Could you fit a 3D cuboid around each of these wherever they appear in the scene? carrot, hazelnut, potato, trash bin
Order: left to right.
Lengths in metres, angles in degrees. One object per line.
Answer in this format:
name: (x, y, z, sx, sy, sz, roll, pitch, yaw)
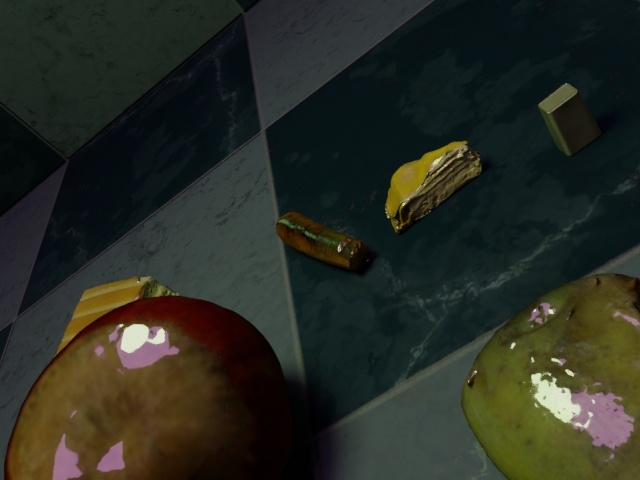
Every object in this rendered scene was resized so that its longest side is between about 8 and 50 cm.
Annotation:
hazelnut: (-0.226, 0.282, 0.927, 0.409, 0.359, 0.359, -47, 33, 5)
carrot: (0.000, 0.000, 1.208, 0.070, 0.070, 0.260, -52, 35, -11)
trash bin: (0.375, -0.182, 0.977, 0.061, 0.092, 0.043, -37, 36, 12)
potato: (0.294, 0.177, 0.666, 0.269, 0.112, 0.255, -41, 34, 8)

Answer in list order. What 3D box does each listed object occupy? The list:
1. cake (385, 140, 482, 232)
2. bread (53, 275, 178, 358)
cake: (0.181, -0.091, 1.102, 0.184, 0.080, 0.116, -12, 43, 33)
bread: (-0.455, 0.210, 1.425, 0.246, 0.111, 0.239, -16, 46, 32)
